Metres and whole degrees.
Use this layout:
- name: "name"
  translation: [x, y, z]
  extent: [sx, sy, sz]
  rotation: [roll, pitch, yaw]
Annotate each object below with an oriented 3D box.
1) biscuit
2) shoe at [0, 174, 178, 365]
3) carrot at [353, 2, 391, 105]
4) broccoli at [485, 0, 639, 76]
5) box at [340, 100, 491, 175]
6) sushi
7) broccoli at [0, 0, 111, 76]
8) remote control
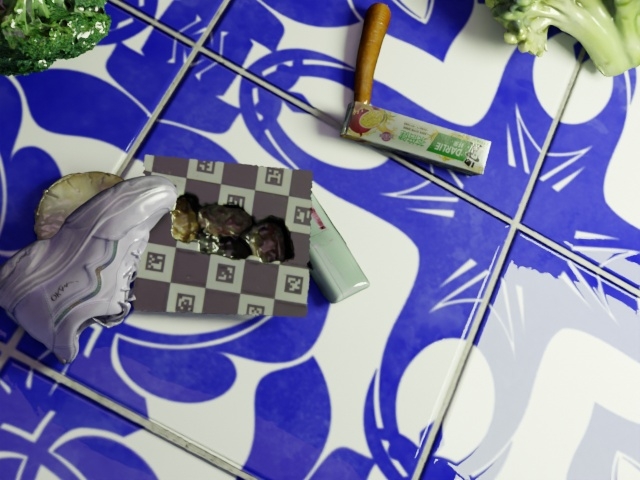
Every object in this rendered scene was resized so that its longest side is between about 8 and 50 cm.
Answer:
- name: "biscuit"
  translation: [-0.273, -0.020, 1.434]
  extent: [0.152, 0.020, 0.152]
  rotation: [7, 65, -16]
- name: "shoe"
  translation: [-0.252, 0.029, 1.361]
  extent: [0.245, 0.095, 0.137]
  rotation: [-37, 94, -11]
- name: "carrot"
  translation: [0.067, -0.255, 1.657]
  extent: [0.037, 0.037, 0.190]
  rotation: [18, 65, -10]
- name: "broccoli"
  translation: [0.410, -0.378, 1.713]
  extent: [0.348, 0.293, 0.281]
  rotation: [-43, 123, -19]
- name: "box"
  translation: [0.130, -0.138, 1.607]
  extent: [0.207, 0.041, 0.049]
  rotation: [16, 89, -12]
- name: "sushi"
  translation: [-0.121, 0.001, 1.460]
  extent: [0.215, 0.050, 0.192]
  rotation: [5, 80, -12]
- name: "broccoli"
  translation: [-0.387, -0.338, 1.412]
  extent: [0.308, 0.275, 0.307]
  rotation: [5, 39, -4]
- name: "remote control"
  translation: [0.000, 0.000, 1.514]
  extent: [0.065, 0.029, 0.166]
  rotation: [-25, 76, -26]
